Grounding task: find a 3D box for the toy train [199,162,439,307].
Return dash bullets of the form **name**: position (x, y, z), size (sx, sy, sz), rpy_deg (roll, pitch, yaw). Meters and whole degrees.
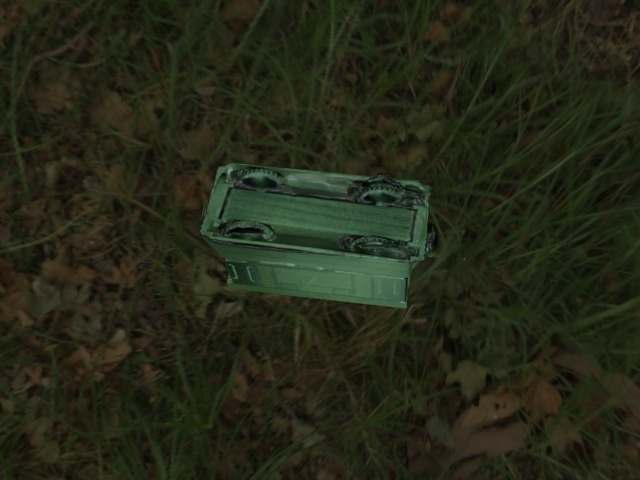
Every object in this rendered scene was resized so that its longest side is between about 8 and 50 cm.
- **toy train**: position (0.000, 0.000, 0.339), size (0.093, 0.056, 0.038), rpy_deg (6, 60, 8)
